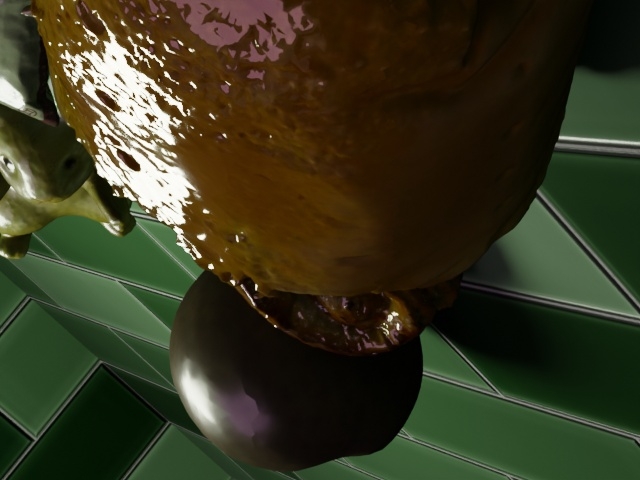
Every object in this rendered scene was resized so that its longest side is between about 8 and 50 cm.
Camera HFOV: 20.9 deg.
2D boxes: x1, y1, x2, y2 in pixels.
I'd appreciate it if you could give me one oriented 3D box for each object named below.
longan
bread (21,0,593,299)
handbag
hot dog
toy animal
[{"bbox_3d":[-0.023,0.115,1.751,0.258,0.258,0.258,36,165,11],"label":"longan"},{"bbox_3d":[-0.036,-0.150,0.963,0.361,0.250,0.394,34,164,12],"label":"bread"},{"bbox_3d":[-0.324,-0.232,1.607,0.213,0.127,0.235,29,133,15],"label":"handbag"},{"bbox_3d":[0.001,0.003,1.552,0.259,0.114,0.175,42,134,-19],"label":"hot dog"},{"bbox_3d":[-0.307,-0.093,1.920,0.181,0.180,0.363,-5,170,-3],"label":"toy animal"}]
